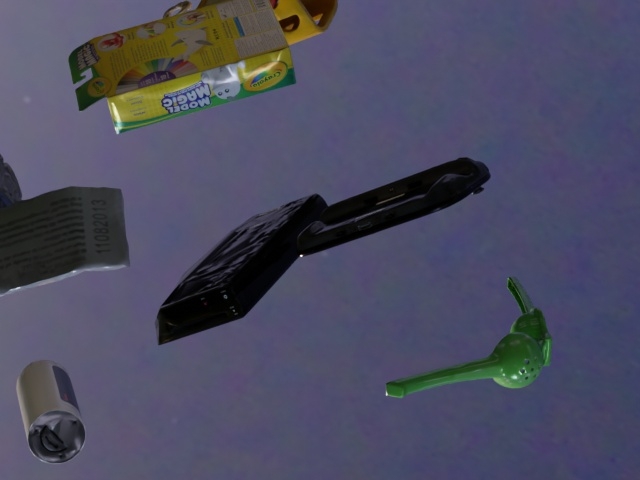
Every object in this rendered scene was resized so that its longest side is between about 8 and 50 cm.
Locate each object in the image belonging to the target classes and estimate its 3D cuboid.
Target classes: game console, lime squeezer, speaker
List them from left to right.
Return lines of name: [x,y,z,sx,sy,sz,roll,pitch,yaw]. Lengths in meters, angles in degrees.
speaker: [-0.258,0.162,1.508,0.055,0.055,0.136,-61,-160,7]
game console: [0.000,0.000,1.578,0.361,0.044,0.213,-20,-163,35]
lime squeezer: [0.184,0.107,1.595,0.110,0.310,0.059,-7,-75,31]

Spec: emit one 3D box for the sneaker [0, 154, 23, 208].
sneaker: [-0.351,-0.079,1.227,0.129,0.297,0.111,-28,-148,8]

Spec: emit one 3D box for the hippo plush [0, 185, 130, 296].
hippo plush: [-0.202,0.011,0.501,0.236,0.294,0.234,144,-57,-85]

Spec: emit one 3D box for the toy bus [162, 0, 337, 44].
toy bus: [-0.078,-0.284,2.015,0.191,0.104,0.202,-39,-153,-6]

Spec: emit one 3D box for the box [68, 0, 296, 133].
box: [-0.118,-0.147,1.324,0.179,0.043,0.105,-14,-142,-5]
